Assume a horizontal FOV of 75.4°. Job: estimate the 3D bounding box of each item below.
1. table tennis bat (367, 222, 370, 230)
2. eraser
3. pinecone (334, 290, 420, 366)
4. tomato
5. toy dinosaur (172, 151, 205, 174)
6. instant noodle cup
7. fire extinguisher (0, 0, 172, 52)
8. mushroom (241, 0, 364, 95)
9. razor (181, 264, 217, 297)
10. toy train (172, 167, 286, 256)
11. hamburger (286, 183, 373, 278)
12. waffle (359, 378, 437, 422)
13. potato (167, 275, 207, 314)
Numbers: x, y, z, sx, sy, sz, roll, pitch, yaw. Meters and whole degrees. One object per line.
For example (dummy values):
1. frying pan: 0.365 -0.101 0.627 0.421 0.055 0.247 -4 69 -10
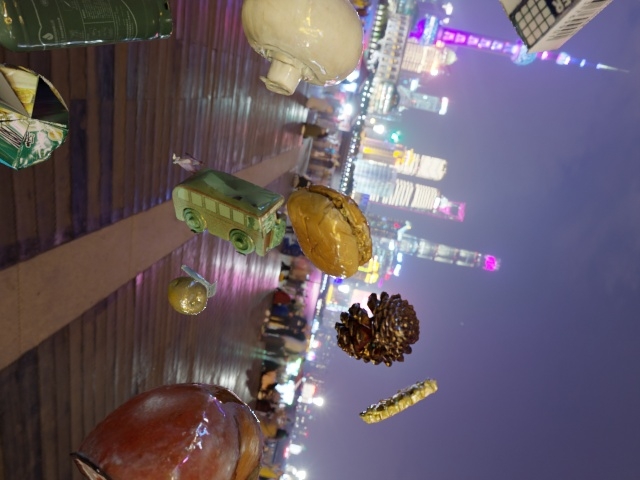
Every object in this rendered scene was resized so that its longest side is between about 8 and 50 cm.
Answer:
1. table tennis bat: 0.140 -0.005 1.430 0.014 0.095 0.158 8 -59 54
2. eraser: 0.379 -0.402 0.565 0.287 0.086 0.131 135 -63 -74
3. pinecone: 0.176 0.293 1.380 0.292 0.246 0.247 -15 -130 41
4. tomato: -0.137 0.243 0.449 0.155 0.180 0.214 -51 150 -44
5. toy dinosaur: -0.425 -0.255 1.351 0.220 0.108 0.032 50 -54 46
6. instant noodle cup: -0.778 -0.308 1.014 0.240 0.178 0.241 -29 126 -52
7. fire extinguisher: -0.382 -0.343 0.615 0.311 0.095 0.114 -27 167 -34
8. mushroom: -0.044 -0.377 0.789 0.203 0.246 0.246 -60 -179 11
9. razor: -0.389 0.119 1.314 0.040 0.135 0.068 -45 162 -44
10. toy train: -0.242 -0.082 1.068 0.129 0.326 0.160 -48 154 -46
11. hamburger: 0.022 -0.024 1.269 0.158 0.319 0.319 -36 159 -23
12. waffle: 0.294 0.614 1.580 0.062 0.328 0.329 62 -14 20
13. potato: -0.549 0.218 1.697 0.193 0.157 0.157 11 -91 49
